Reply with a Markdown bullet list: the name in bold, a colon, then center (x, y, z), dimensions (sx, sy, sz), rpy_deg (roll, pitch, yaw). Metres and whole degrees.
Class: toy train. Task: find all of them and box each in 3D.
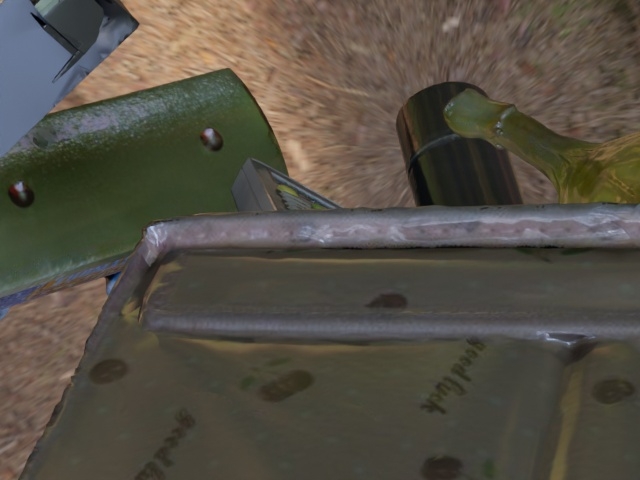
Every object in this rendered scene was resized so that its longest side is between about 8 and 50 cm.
- **toy train**: center (-0.182, -0.019, 1.347), dimensions (0.299, 0.202, 0.131), rpy_deg (-20, 78, -38)

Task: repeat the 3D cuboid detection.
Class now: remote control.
- **remote control**: center (0.000, 0.000, 1.171), dimensions (0.103, 0.250, 0.034), rpy_deg (29, 96, -10)

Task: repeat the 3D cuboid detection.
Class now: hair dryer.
- **hair dryer**: center (0.111, 0.000, 1.324), dimensions (0.071, 0.219, 0.124), rpy_deg (-16, 55, 5)

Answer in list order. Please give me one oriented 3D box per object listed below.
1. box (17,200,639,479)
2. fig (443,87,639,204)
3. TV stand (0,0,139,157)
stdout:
- **box**: center (0.061, 0.163, 0.433), dimensions (0.225, 0.190, 0.297), rpy_deg (0, 123, 16)
- **fig**: center (0.148, 0.011, 0.827), dimensions (0.230, 0.160, 0.143), rpy_deg (5, 107, 37)
- **TV stand**: center (-0.210, -0.051, 1.021), dimensions (0.256, 0.049, 0.040), rpy_deg (-43, 50, 4)
